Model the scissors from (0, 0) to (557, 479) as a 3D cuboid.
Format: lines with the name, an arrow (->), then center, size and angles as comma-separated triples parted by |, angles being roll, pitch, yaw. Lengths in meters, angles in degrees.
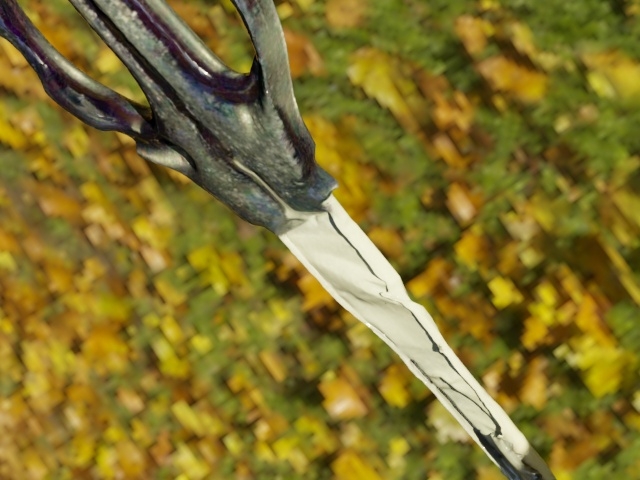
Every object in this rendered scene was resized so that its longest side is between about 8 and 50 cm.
scissors -> 0.000, 0.000, 0.626 | 0.109, 0.022, 0.300 | -18, 118, 49
